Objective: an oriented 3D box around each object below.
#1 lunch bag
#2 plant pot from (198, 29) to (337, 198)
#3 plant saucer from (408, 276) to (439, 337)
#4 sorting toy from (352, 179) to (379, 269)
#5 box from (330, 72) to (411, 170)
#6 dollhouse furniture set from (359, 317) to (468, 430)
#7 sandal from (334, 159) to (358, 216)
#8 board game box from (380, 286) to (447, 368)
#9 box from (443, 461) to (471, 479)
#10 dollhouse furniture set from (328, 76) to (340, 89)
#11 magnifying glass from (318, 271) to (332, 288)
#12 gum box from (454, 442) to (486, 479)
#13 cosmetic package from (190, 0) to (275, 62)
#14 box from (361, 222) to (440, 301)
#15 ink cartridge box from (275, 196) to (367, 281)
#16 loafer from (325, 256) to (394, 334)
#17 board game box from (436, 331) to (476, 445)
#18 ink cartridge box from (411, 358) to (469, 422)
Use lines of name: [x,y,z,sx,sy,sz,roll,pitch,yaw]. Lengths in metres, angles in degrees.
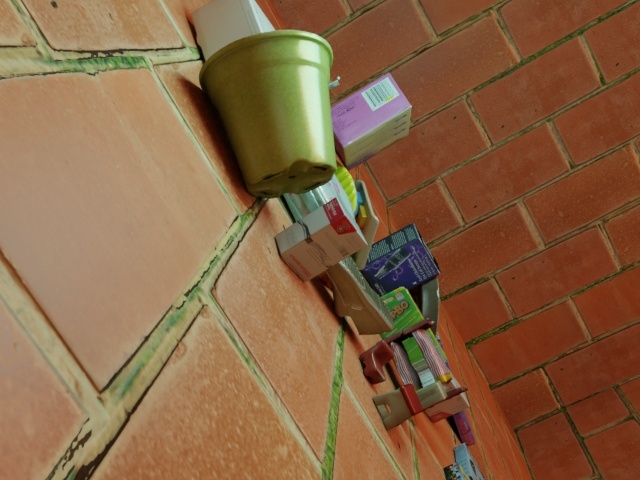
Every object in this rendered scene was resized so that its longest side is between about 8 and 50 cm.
lunch bag: [-0.030,-0.127,1.622,0.279,0.108,0.224,59,16,-3]
plant pot: [-0.082,-0.230,1.342,0.276,0.276,0.254,29,46,-70]
plant saucer: [0.322,0.221,2.172,0.310,0.050,0.310,-175,-90,-86]
sorting toy: [0.108,-0.047,1.991,0.208,0.038,0.193,-107,-153,-51]
box: [0.130,-0.324,1.892,0.117,0.213,0.243,58,0,11]
dollhouse furniture set: [0.216,0.299,1.577,0.201,0.152,0.374,65,12,16]
sandal: [0.026,-0.189,1.998,0.317,0.126,0.138,67,8,18]
board game box: [0.231,0.247,1.840,0.259,0.124,0.039,58,11,-21]
box: [0.394,0.692,1.703,0.233,0.044,0.159,56,13,-27]
dollhouse furniture set: [0.014,-0.414,1.796,0.091,0.081,0.114,68,9,18]
magnifying glass: [0.049,0.120,1.604,0.231,0.026,0.092,49,17,-55]
gum box: [0.435,0.686,1.911,0.157,0.041,0.184,60,12,-7]
cosmetic package: [-0.150,-0.422,1.675,0.365,0.155,0.197,44,23,-62]
box: [0.238,0.070,2.084,0.153,0.207,0.108,55,13,-26]
ink cartridge box: [0.000,0.000,1.348,0.109,0.150,0.063,50,12,-45]
loafer: [0.060,0.116,1.485,0.268,0.092,0.102,53,14,-19]
board game box: [0.419,0.471,2.192,0.208,0.056,0.347,-104,172,-65]
ink cartridge box: [0.314,0.406,1.855,0.198,0.115,0.067,52,15,-35]
